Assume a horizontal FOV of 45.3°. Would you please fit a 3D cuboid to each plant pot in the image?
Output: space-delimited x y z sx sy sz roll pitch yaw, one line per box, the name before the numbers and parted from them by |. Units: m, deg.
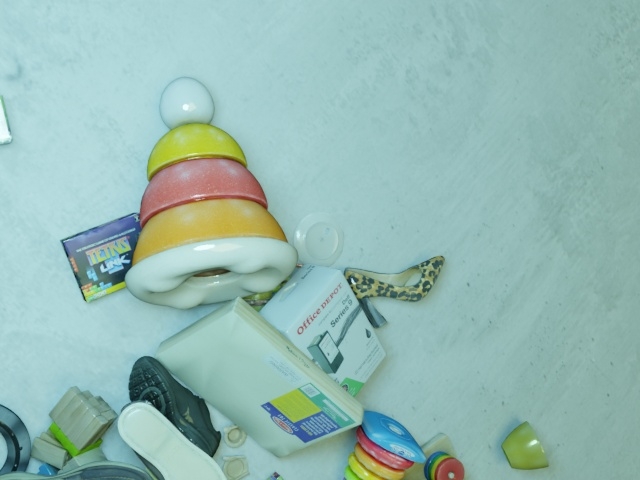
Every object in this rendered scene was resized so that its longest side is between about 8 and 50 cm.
plant pot | 0.564 0.588 2.147 0.095 0.134 0.134 -24 106 1

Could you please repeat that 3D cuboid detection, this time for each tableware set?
tableware set | -0.236 0.501 1.790 0.141 0.020 0.168 -9 97 -26

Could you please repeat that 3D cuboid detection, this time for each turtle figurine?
turtle figurine | -0.138 0.146 1.773 0.270 0.087 0.217 -5 96 -26

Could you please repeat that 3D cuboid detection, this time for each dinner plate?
dinner plate | 0.000 0.000 1.871 0.141 0.017 0.141 -2 94 -28

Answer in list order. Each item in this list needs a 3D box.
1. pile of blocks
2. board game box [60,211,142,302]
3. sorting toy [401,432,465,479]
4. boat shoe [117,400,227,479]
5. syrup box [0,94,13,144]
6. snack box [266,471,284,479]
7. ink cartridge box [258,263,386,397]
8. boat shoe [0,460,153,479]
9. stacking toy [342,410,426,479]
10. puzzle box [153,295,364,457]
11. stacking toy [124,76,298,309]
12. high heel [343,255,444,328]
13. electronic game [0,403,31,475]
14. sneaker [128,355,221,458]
pile of blocks | -0.520 0.476 1.616 0.113 0.149 0.362 0 108 -69
board game box | -0.445 0.034 1.634 0.170 0.048 0.141 -24 106 -23
sorting toy | 0.293 0.692 2.030 0.257 0.089 0.255 -29 106 -21
boat shoe | -0.300 0.464 1.596 0.116 0.097 0.324 -43 98 -17
syrup box | -0.717 -0.210 1.451 0.237 0.096 0.093 -14 101 -23
snack box | -0.102 0.648 1.859 0.100 0.037 0.141 -40 110 -19
ink cartridge box | 0.004 0.229 1.778 0.211 0.122 0.289 -48 126 -29
boat shoe | -0.498 0.517 1.474 0.356 0.130 0.132 -9 99 5
stacking toy | 0.113 0.598 1.919 0.175 0.166 0.301 29 96 -16
puzzle box | -0.134 0.317 1.702 0.409 0.272 0.052 45 35 -21
stacking toy | -0.254 -0.120 1.612 0.351 0.350 0.479 -3 70 -26
high heel | 0.185 0.078 1.921 0.261 0.093 0.186 -40 116 -9
electronic game | -0.702 0.428 1.536 0.229 0.048 0.229 -5 102 -22
sneaker | -0.318 0.371 1.692 0.286 0.109 0.130 62 26 -11
